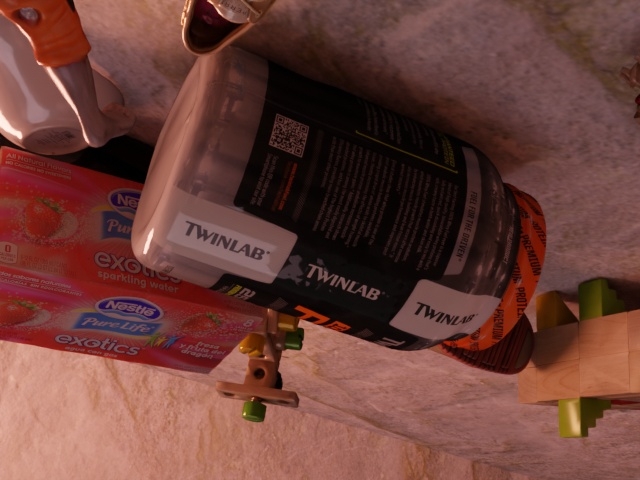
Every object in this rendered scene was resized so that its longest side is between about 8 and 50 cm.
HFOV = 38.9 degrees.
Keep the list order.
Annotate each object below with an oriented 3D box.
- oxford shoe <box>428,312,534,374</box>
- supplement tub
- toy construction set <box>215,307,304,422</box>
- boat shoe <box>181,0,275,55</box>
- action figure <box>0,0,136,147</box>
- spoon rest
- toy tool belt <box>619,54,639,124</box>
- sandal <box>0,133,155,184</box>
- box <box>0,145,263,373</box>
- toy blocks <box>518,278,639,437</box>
[{"bbox_3d":[0.130,0.077,1.207,0.348,0.123,0.130,31,162,-18],"label":"oxford shoe"},{"bbox_3d":[0.019,-0.024,0.821,0.338,0.207,0.207,20,161,-17],"label":"supplement tub"},{"bbox_3d":[-0.121,0.129,1.327,0.308,0.237,0.257,19,161,-13],"label":"toy construction set"},{"bbox_3d":[-0.056,-0.180,0.646,0.063,0.059,0.170,21,159,-18],"label":"boat shoe"},{"bbox_3d":[-0.164,-0.182,0.471,0.341,0.178,0.330,6,131,0],"label":"action figure"},{"bbox_3d":[-0.283,-0.154,0.865,0.137,0.084,0.276,-12,165,7],"label":"spoon rest"},{"bbox_3d":[0.239,-0.122,0.640,0.051,0.052,0.083,42,159,-2],"label":"toy tool belt"},{"bbox_3d":[-0.269,-0.062,1.075,0.445,0.107,0.167,18,161,-13],"label":"sandal"},{"bbox_3d":[-0.227,0.030,0.995,0.300,0.154,0.142,16,138,-29],"label":"box"},{"bbox_3d":[0.446,0.164,1.177,0.260,0.191,0.381,7,165,-18],"label":"toy blocks"}]
